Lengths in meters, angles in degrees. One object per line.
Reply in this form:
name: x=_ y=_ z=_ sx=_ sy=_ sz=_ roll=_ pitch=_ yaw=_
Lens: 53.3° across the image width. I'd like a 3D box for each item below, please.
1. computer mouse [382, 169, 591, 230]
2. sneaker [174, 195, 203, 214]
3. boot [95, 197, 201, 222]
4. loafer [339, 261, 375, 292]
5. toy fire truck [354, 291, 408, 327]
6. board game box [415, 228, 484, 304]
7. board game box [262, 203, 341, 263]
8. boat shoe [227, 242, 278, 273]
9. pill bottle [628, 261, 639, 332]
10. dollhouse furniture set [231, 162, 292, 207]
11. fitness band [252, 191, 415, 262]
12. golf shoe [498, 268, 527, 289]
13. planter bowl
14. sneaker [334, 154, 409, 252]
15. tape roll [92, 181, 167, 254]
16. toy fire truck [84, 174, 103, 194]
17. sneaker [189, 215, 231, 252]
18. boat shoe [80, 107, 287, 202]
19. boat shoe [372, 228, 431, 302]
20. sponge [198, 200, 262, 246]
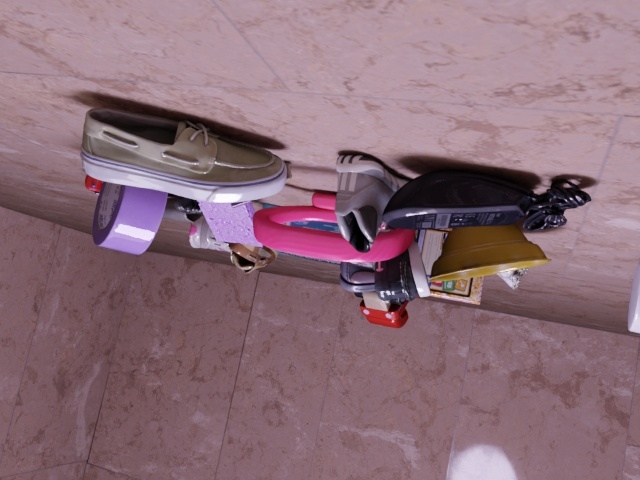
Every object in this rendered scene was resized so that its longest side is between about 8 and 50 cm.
computer mouse: x=0.224 y=-0.061 z=0.919 sx=0.272 sy=0.072 sz=0.188 roll=-1 pitch=169 yaw=3
sneaker: x=-0.255 y=-0.080 z=1.527 sx=0.170 sy=0.051 sz=0.089 roll=12 pitch=174 yaw=-42
boot: x=-0.421 y=-0.074 z=1.583 sx=0.209 sy=0.076 sz=0.189 roll=16 pitch=-154 yaw=17
loafer: x=0.189 y=0.039 z=1.408 sx=0.303 sy=0.095 sz=0.109 roll=-11 pitch=-148 yaw=-11
toy fire truck: x=0.176 y=0.143 z=1.580 sx=0.159 sy=0.217 sz=0.246 roll=7 pitch=130 yaw=30
board game box: x=0.244 y=0.044 z=1.322 sx=0.194 sy=0.146 sz=0.045 roll=10 pitch=171 yaw=15
board game box: x=0.000 y=0.000 z=1.611 sx=0.254 sy=0.079 sz=0.336 roll=11 pitch=172 yaw=7
boat shoe: x=-0.200 y=0.024 z=1.767 sx=0.123 sy=0.119 sz=0.324 roll=31 pitch=167 yaw=11
pill bottle: x=0.722 y=0.124 z=1.154 sx=0.283 sy=0.160 sz=0.160 roll=9 pitch=172 yaw=21
dollhouse furniture set: x=-0.113 y=-0.125 z=1.040 sx=0.114 sy=0.091 sz=0.081 roll=-18 pitch=153 yaw=6
fitness band: x=0.022 y=-0.025 z=1.127 sx=0.291 sy=0.054 sz=0.209 roll=8 pitch=-156 yaw=21
golf shoe: x=0.461 y=0.069 z=1.567 sx=0.086 sy=0.069 sz=0.176 roll=30 pitch=176 yaw=22
planter bowl: x=0.292 y=0.012 z=1.143 sx=0.217 sy=0.090 sz=0.217 roll=-8 pitch=171 yaw=-1
sneaker: x=0.090 y=-0.039 z=0.998 sx=0.086 sy=0.132 sz=0.229 roll=4 pitch=169 yaw=42
tape roll: x=-0.363 y=-0.072 z=1.214 sx=0.080 sy=0.188 sz=0.189 roll=16 pitch=171 yaw=-31
toy fire truck: x=-0.462 y=-0.128 z=1.479 sx=0.192 sy=0.047 sz=0.135 roll=12 pitch=172 yaw=1
sneaker: x=-0.288 y=-0.019 z=1.867 sx=0.111 sy=0.102 sz=0.252 roll=6 pitch=178 yaw=24
boat shoe: x=-0.197 y=-0.125 z=0.928 sx=0.303 sy=0.109 sz=0.094 roll=5 pitch=131 yaw=-8
boat shoe: x=0.139 y=0.034 z=1.172 sx=0.091 sy=0.114 sz=0.302 roll=-14 pitch=-173 yaw=7
sponge: x=-0.196 y=-0.058 z=1.377 sx=0.117 sy=0.031 sz=0.210 roll=9 pitch=149 yaw=16
